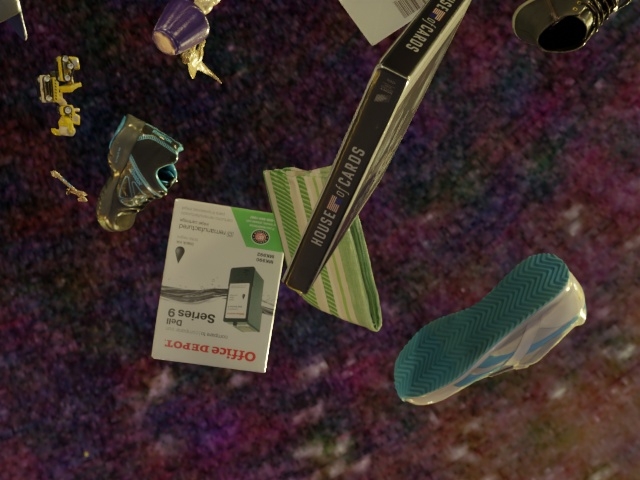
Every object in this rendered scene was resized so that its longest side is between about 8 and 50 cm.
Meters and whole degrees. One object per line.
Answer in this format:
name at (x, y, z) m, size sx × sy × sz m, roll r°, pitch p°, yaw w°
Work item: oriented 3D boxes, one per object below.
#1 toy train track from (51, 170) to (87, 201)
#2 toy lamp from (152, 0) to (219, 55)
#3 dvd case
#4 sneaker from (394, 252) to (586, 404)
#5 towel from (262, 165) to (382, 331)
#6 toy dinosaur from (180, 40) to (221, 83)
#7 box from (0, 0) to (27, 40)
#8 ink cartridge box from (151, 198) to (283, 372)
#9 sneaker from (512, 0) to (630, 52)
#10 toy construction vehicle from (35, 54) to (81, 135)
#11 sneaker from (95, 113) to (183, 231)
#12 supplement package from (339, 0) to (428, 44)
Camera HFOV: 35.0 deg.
toy train track at (-0.421, -0.087, 1.693) m, size 0.083 × 0.048 × 0.014 m, roll 50°, pitch 61°, yaw -43°
toy lamp at (-0.163, -0.384, 1.571) m, size 0.275 × 0.080 × 0.080 m, roll -56°, pitch 151°, yaw -32°
dvd case at (0.047, -0.087, 0.827) m, size 0.179 × 0.029 × 0.239 m, roll -56°, pitch 173°, yaw -45°
sneaker at (0.184, 0.113, 1.093) m, size 0.228 × 0.087 × 0.092 m, roll -34°, pitch 133°, yaw 12°
towel at (0.000, 0.000, 1.605) m, size 0.038 × 0.325 × 0.248 m, roll -17°, pitch 100°, yaw -20°
toy dinosaur at (-0.235, -0.342, 1.873) m, size 0.053 × 0.093 × 0.183 m, roll -5°, pitch 176°, yaw 11°
box at (-0.276, -0.250, 0.729) m, size 0.036 × 0.136 × 0.225 m, roll -35°, pitch 157°, yaw -21°
ink cartridge box at (-0.181, 0.083, 1.842) m, size 0.211 × 0.121 × 0.289 m, roll 8°, pitch 88°, yaw -7°
sneaker at (0.377, -0.320, 1.373) m, size 0.222 × 0.118 × 0.083 m, roll -31°, pitch 115°, yaw 8°
toy construction vehicle at (-0.319, -0.180, 1.264) m, size 0.035 × 0.086 × 0.098 m, roll -12°, pitch 101°, yaw -38°
sneaker at (-0.380, -0.112, 2.119) m, size 0.139 × 0.125 × 0.341 m, roll 22°, pitch 144°, yaw -4°
supplement package at (0.114, -0.516, 1.779) m, size 0.199 × 0.263 × 0.198 m, roll -31°, pitch 117°, yaw 19°
